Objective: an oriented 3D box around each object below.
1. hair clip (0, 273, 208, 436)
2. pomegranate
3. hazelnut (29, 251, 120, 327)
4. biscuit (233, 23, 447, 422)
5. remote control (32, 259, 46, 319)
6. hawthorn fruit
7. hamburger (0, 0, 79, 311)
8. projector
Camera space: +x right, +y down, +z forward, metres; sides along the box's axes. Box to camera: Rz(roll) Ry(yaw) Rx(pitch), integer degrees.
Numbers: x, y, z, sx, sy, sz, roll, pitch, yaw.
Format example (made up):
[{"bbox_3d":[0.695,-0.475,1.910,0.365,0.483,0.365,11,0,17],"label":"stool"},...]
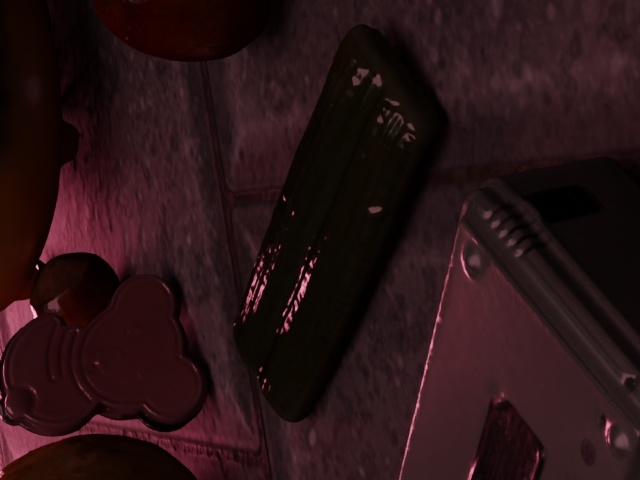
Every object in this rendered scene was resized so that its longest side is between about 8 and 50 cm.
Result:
[{"bbox_3d":[-0.168,0.096,1.505,0.102,0.138,0.123,-45,52,53],"label":"hair clip"},{"bbox_3d":[-0.178,0.255,1.500,0.215,0.215,0.215,33,128,56],"label":"pomegranate"},{"bbox_3d":[-0.195,0.049,1.615,0.086,0.086,0.086,33,128,56],"label":"hazelnut"},{"bbox_3d":[0.000,0.000,1.243,0.099,0.038,0.322,61,148,28],"label":"biscuit"},{"bbox_3d":[-0.250,0.062,1.792,0.039,0.014,0.096,27,124,58],"label":"remote control"},{"bbox_3d":[-0.095,-0.169,1.283,0.125,0.140,0.125,41,163,15],"label":"hawthorn fruit"},{"bbox_3d":[-0.368,-0.119,1.665,0.396,0.277,0.395,20,112,60],"label":"hamburger"},{"bbox_3d":[0.124,0.115,0.966,0.192,0.099,0.256,53,144,41],"label":"projector"}]
